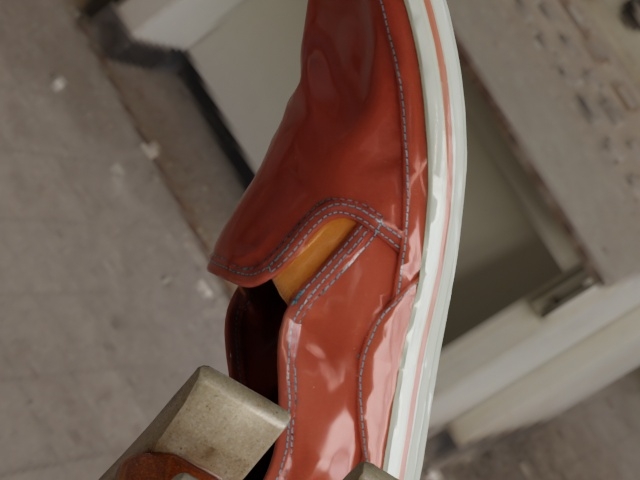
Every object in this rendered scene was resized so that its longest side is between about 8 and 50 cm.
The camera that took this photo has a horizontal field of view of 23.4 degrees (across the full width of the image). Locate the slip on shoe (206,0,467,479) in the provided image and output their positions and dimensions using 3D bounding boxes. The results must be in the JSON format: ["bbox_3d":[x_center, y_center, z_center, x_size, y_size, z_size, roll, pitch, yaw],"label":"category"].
[{"bbox_3d":[0.000,0.000,0.740,0.101,0.331,0.123,5,5,-20],"label":"slip on shoe"}]

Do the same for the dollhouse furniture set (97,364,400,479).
[{"bbox_3d":[-0.092,0.167,0.500,0.259,0.135,0.262,32,35,-16],"label":"dollhouse furniture set"}]
